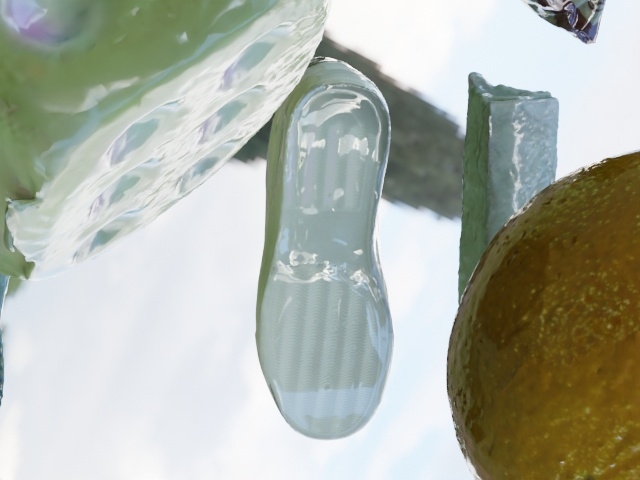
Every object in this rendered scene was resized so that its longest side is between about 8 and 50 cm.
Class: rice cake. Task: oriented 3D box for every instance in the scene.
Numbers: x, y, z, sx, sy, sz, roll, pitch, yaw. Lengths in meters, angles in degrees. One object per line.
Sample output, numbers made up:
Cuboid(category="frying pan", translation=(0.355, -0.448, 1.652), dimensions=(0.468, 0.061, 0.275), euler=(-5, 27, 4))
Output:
Cuboid(category="rice cake", translation=(0.148, -0.026, 1.526), dimensions=(0.063, 0.069, 0.207), euler=(-158, -109, -70))

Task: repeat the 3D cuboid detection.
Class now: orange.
Cuboid(category="orange", translation=(0.208, 0.073, 1.146), dimensions=(0.274, 0.274, 0.274), euler=(-58, -165, 25))

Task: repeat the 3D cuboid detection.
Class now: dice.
Cuboid(category="dice", translation=(-0.166, -0.143, 1.183), dimensions=(0.254, 0.250, 0.252), euler=(-37, 169, -25))

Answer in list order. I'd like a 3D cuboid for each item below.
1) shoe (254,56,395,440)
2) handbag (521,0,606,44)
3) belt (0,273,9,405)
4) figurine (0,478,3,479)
Cuboid(category="shoe", translation=(0.000, 0.000, 1.838), dimensions=(0.160, 0.131, 0.363), euler=(-107, -162, -67))
Cuboid(category="handbag", translation=(0.150, -0.276, 1.429), dimensions=(0.127, 0.235, 0.213), euler=(-9, -109, 23))
Cuboid(category="belt", translation=(-0.261, 0.003, 1.425), dimensions=(0.072, 0.087, 0.302), euler=(-10, -111, 55))
Cuboid(category="figurine", translation=(-0.287, 0.222, 1.372), dimensions=(0.114, 0.178, 0.145), euler=(-41, -139, 40))
